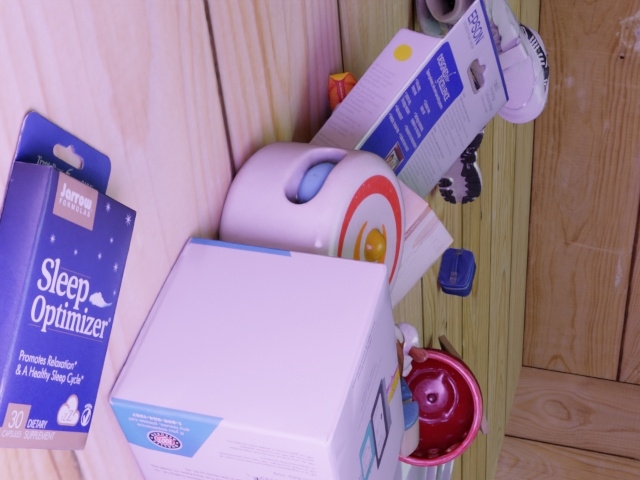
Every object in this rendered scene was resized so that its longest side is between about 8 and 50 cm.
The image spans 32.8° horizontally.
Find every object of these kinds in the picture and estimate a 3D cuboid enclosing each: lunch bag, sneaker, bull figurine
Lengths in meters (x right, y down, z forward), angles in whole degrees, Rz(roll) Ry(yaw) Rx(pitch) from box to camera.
[{"bbox_3d":[0.290,0.062,2.289,0.065,0.067,0.098,65,35,-62],"label":"lunch bag"},{"bbox_3d":[0.050,-0.172,1.414,0.175,0.064,0.067,52,30,-74],"label":"sneaker"},{"bbox_3d":[0.261,-0.339,1.795,0.210,0.137,0.365,-47,118,-54],"label":"sneaker"},{"bbox_3d":[0.049,0.186,1.369,0.188,0.101,0.310,-58,171,3],"label":"bull figurine"},{"bbox_3d":[0.248,-0.200,2.033,0.118,0.107,0.279,-91,179,-49],"label":"sneaker"}]

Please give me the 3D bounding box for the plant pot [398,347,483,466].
[{"bbox_3d":[0.180,0.269,1.827,0.174,0.191,0.191,-9,107,-79],"label":"plant pot"}]

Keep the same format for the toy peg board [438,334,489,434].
[{"bbox_3d":[0.268,0.311,2.253,0.161,0.079,0.160,-124,-167,-58],"label":"toy peg board"}]

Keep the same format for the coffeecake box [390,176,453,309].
[{"bbox_3d":[0.087,0.010,1.394,0.142,0.068,0.185,-48,158,0],"label":"coffeecake box"}]

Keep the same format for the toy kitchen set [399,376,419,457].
[{"bbox_3d":[0.035,0.208,1.539,0.207,0.166,0.122,-119,-163,-48],"label":"toy kitchen set"}]

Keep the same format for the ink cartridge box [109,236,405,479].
[{"bbox_3d":[-0.042,0.167,1.026,0.270,0.198,0.197,81,23,-47],"label":"ink cartridge box"}]

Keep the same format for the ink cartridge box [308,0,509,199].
[{"bbox_3d":[0.108,-0.138,1.388,0.307,0.072,0.303,-52,157,-5],"label":"ink cartridge box"}]

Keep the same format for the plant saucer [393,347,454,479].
[{"bbox_3d":[0.195,0.411,2.086,0.400,0.101,0.400,8,90,-73],"label":"plant saucer"}]

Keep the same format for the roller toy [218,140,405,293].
[{"bbox_3d":[0.000,0.000,1.127,0.191,0.146,0.209,11,89,-61],"label":"roller toy"}]

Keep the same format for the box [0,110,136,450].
[{"bbox_3d":[-0.187,0.034,0.771,0.136,0.036,0.225,37,61,-71],"label":"box"}]
